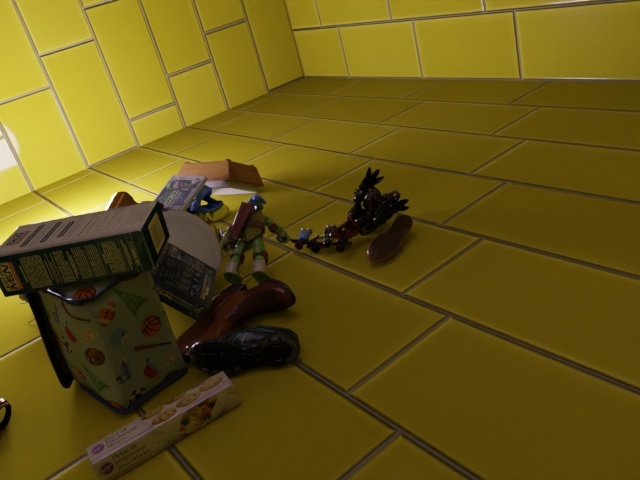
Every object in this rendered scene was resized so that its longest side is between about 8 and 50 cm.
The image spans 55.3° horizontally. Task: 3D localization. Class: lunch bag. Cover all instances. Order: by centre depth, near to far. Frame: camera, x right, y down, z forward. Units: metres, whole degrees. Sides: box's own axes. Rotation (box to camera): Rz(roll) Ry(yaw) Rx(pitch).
[{"bbox_3d":[-0.560,0.205,1.513,0.385,0.327,0.239,12,33,43],"label":"lunch bag"}]

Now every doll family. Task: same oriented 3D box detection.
[{"bbox_3d":[0.000,0.000,1.900,0.193,0.076,0.111,-11,30,21],"label":"doll family"}]

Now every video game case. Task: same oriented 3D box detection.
[{"bbox_3d":[-0.543,-0.177,2.326,0.173,0.022,0.190,5,51,30],"label":"video game case"}]

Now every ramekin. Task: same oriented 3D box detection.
[{"bbox_3d":[-0.443,0.056,1.828,0.273,0.272,0.127,-32,3,-30],"label":"ramekin"}]

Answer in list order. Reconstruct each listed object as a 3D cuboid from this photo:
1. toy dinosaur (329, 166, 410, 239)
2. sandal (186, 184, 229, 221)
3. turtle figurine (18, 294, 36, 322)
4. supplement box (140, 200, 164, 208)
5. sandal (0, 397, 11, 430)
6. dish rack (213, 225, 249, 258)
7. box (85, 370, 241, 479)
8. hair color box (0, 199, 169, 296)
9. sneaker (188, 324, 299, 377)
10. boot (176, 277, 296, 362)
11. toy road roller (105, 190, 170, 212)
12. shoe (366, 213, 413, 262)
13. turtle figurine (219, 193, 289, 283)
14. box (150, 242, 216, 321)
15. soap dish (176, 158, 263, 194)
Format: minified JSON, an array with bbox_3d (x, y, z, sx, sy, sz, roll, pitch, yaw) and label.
[{"bbox_3d":[0.152,-0.078,1.869,0.164,0.218,0.322,31,49,-2],"label":"toy dinosaur"},{"bbox_3d":[-0.516,-0.142,2.402,0.317,0.138,0.126,-8,29,19],"label":"sandal"},{"bbox_3d":[-0.892,0.181,2.002,0.234,0.118,0.175,-13,25,-7],"label":"turtle figurine"},{"bbox_3d":[-0.630,-0.116,2.269,0.083,0.043,0.055,3,74,30],"label":"supplement box"},{"bbox_3d":[-0.783,0.421,1.484,0.060,0.090,0.219,-9,19,-27],"label":"sandal"},{"bbox_3d":[-0.373,0.015,2.075,0.272,0.074,0.208,-26,28,-20],"label":"dish rack"},{"bbox_3d":[-0.327,0.392,1.299,0.324,0.063,0.067,-27,26,-21],"label":"box"},{"bbox_3d":[-0.537,0.015,1.386,0.347,0.105,0.174,-10,25,4],"label":"hair color box"},{"bbox_3d":[-0.179,0.261,1.467,0.267,0.101,0.106,-5,16,4],"label":"sneaker"},{"bbox_3d":[-0.229,0.208,1.580,0.264,0.096,0.280,3,32,34],"label":"boot"},{"bbox_3d":[-0.683,-0.050,2.131,0.330,0.240,0.202,-2,56,35],"label":"toy road roller"},{"bbox_3d":[0.205,0.005,1.795,0.077,0.058,0.219,34,51,17],"label":"shoe"},{"bbox_3d":[-0.205,0.021,1.893,0.198,0.274,0.266,17,54,-17],"label":"turtle figurine"},{"bbox_3d":[-0.380,0.104,1.656,0.059,0.183,0.232,-54,17,16],"label":"box"},{"bbox_3d":[-0.412,-0.255,2.489,0.291,0.118,0.229,1,-2,31],"label":"soap dish"}]
